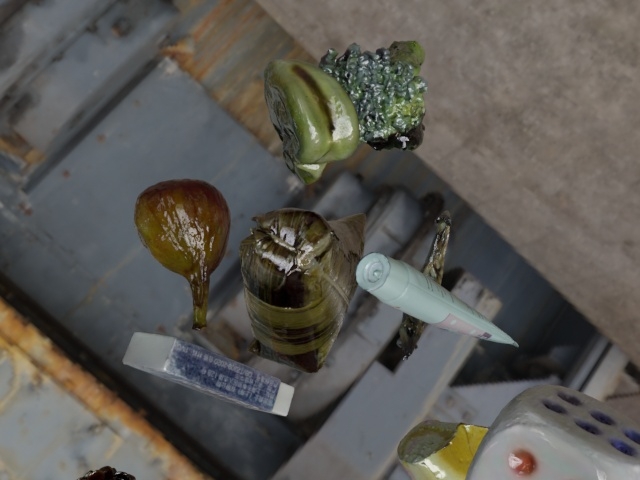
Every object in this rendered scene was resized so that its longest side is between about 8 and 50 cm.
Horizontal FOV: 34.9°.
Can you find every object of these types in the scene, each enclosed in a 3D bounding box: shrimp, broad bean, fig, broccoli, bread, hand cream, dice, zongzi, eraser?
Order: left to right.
[{"bbox_3d":[-0.259,0.025,1.977,0.191,0.191,0.290,-3,96,57],"label":"fig"},{"bbox_3d":[-0.137,0.169,1.283,0.092,0.046,0.212,3,161,46],"label":"eraser"},{"bbox_3d":[-0.025,-0.140,1.201,0.207,0.072,0.153,-172,66,-69],"label":"broad bean"},{"bbox_3d":[0.000,0.000,1.393,0.134,0.288,0.286,23,148,16],"label":"zongzi"},{"bbox_3d":[0.091,-0.226,1.419,0.165,0.304,0.145,0,112,17],"label":"broccoli"},{"bbox_3d":[0.171,0.057,1.659,0.051,0.262,0.198,15,138,12],"label":"shrimp"},{"bbox_3d":[0.158,0.085,1.348,0.085,0.058,0.331,11,170,39],"label":"hand cream"},{"bbox_3d":[0.254,0.425,1.948,0.261,0.156,0.158,15,166,-28],"label":"bread"},{"bbox_3d":[0.302,0.304,1.269,0.193,0.191,0.194,29,-160,31],"label":"dice"}]

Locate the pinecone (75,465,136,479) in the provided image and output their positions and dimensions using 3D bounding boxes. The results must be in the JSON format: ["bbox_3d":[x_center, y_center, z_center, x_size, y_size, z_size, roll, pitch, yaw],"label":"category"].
[{"bbox_3d":[-0.341,0.432,1.612,0.140,0.140,0.121,57,178,-35],"label":"pinecone"}]
